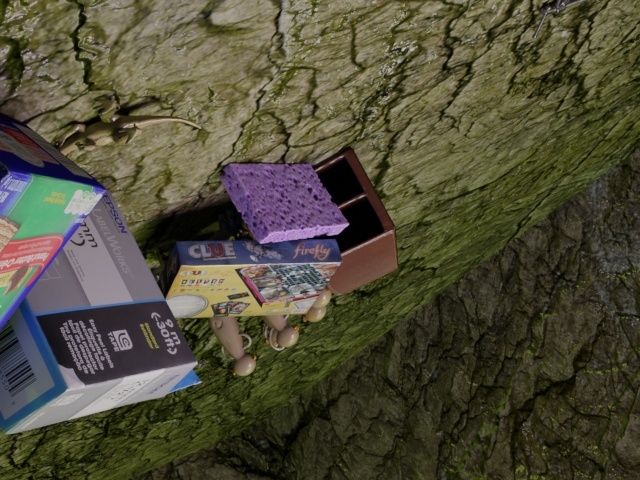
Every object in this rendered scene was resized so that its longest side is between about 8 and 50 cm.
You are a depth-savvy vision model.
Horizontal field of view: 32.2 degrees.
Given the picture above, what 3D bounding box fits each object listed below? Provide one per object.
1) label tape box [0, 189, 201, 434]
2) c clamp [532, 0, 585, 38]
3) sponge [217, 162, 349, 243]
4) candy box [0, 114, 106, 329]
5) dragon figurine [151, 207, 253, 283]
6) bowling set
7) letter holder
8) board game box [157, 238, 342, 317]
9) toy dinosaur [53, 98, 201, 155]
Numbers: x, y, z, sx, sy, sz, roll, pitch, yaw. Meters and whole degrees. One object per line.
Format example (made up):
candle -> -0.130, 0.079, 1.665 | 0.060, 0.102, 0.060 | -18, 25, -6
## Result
label tape box -> -0.266, 0.067, 1.297 | 0.115, 0.249, 0.347 | -36, 165, 26
c clamp -> 0.385, -0.362, 1.590 | 0.160, 0.022, 0.137 | -24, 161, -16
sponge -> -0.050, -0.056, 1.583 | 0.031, 0.117, 0.210 | -39, 164, 27
candy box -> -0.362, 0.037, 0.984 | 0.317, 0.122, 0.268 | -51, 175, 3
dragon figurine -> -0.184, 0.055, 1.748 | 0.144, 0.085, 0.289 | -15, 154, -21
bowling set -> -0.058, 0.133, 2.178 | 0.287, 0.154, 0.200 | -36, 165, 28
letter holder -> 0.000, 0.000, 1.828 | 0.214, 0.152, 0.302 | -27, 167, -2
board game box -> -0.110, 0.057, 1.622 | 0.243, 0.042, 0.165 | 0, 150, -24
toy dinosaur -> -0.219, -0.120, 1.181 | 0.183, 0.053, 0.092 | -19, 180, -11
